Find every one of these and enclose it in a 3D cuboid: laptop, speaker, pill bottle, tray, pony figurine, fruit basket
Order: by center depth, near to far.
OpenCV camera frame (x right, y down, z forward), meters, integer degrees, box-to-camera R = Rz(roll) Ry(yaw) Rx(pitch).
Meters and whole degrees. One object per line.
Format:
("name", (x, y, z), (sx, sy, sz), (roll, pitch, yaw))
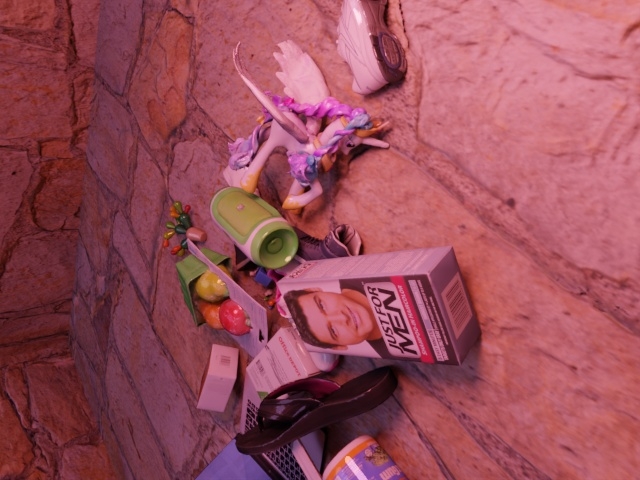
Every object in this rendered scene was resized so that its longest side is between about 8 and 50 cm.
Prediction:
("pill bottle", (0.141, 0.566, 0.913), (0.272, 0.152, 0.152), (41, 123, 36))
("pony figurine", (-0.064, -0.254, 0.995), (0.351, 0.303, 0.363), (46, 129, -7))
("tray", (-0.003, 0.587, 1.041), (0.270, 0.030, 0.145), (57, 165, 11))
("speaker", (-0.174, -0.040, 1.090), (0.296, 0.131, 0.131), (36, 120, 47))
("laptop", (-0.211, 0.650, 1.241), (0.382, 0.236, 0.407), (22, 110, 43))
("fruit basket", (-0.269, 0.191, 1.303), (0.353, 0.165, 0.327), (30, 140, 24))

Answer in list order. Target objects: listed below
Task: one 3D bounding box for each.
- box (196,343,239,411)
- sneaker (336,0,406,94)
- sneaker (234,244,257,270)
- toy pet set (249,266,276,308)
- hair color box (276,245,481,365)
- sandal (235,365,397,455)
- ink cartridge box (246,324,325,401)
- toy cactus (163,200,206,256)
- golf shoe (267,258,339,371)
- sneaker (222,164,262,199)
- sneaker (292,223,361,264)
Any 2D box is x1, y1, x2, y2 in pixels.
("box", (-0.335, 0.450, 1.420), (0.130, 0.091, 0.170), (-101, 30, -59))
("sneaker", (0.076, -0.448, 0.907), (0.129, 0.111, 0.297), (-21, 78, 52))
("sneaker", (-0.198, 0.006, 1.267), (0.222, 0.083, 0.118), (-29, 73, 46))
("toy pet set", (-0.169, 0.126, 1.262), (0.114, 0.065, 0.122), (-52, 58, 37))
("hair color box", (0.101, 0.131, 0.876), (0.374, 0.113, 0.185), (-9, 110, 44))
("sandal", (-0.030, 0.373, 1.017), (0.446, 0.167, 0.107), (-32, 86, 22))
("ink cartridge box", (-0.093, 0.347, 1.176), (0.208, 0.087, 0.153), (-51, 58, 31))
("toy cactus", (-0.487, -0.032, 1.584), (0.181, 0.112, 0.219), (17, 105, 25))
("golf shoe", (-0.047, 0.184, 1.085), (0.115, 0.140, 0.306), (-29, 74, 43))
("sneaker", (-0.219, -0.174, 1.283), (0.094, 0.080, 0.212), (-52, 56, 23))
("sneaker", (0.002, 0.000, 1.036), (0.226, 0.086, 0.163), (43, 135, 24))
